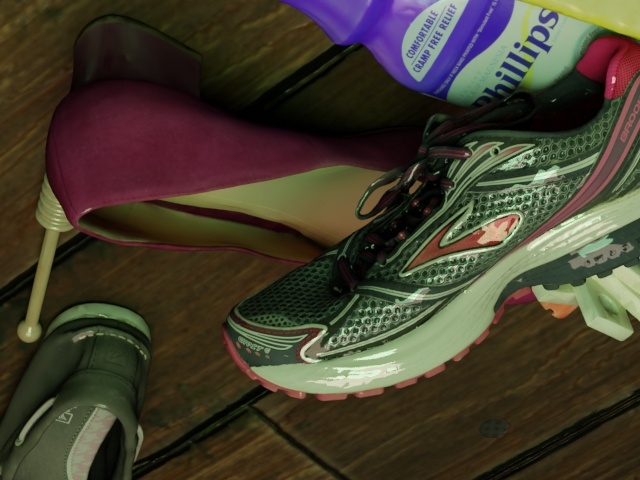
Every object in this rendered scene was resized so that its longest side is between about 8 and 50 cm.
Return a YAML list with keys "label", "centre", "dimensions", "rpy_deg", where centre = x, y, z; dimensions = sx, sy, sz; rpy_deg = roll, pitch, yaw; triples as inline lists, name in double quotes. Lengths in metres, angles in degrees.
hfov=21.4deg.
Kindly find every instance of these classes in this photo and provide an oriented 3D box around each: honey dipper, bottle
- label: "honey dipper"
  centre: [-0.191, 0.016, 1.174]
  dimensions: [0.030, 0.030, 0.160]
  rpy_deg: [11, 131, -12]
- label: "bottle"
  centre: [0.089, -0.140, 1.009]
  dimensions: [0.283, 0.092, 0.118]
  rpy_deg: [17, 131, -17]

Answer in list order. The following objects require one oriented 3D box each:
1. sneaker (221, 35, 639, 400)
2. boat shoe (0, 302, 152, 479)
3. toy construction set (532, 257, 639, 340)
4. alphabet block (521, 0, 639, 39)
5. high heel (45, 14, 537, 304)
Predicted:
- label: "sneaker"
  centre: [0.074, -0.014, 0.979]
  dimensions: [0.299, 0.121, 0.112]
  rpy_deg: [-29, 120, -1]
- label: "boat shoe"
  centre: [-0.207, 0.190, 1.280]
  dimensions: [0.112, 0.095, 0.335]
  rpy_deg: [14, 129, -14]
- label: "toy construction set"
  centre: [0.294, -0.016, 1.061]
  dimensions: [0.328, 0.215, 0.151]
  rpy_deg: [-28, 83, 33]
- label: "alphabet block"
  centre: [0.165, -0.203, 0.853]
  dimensions: [0.193, 0.192, 0.197]
  rpy_deg: [16, 100, -13]
- label: "high heel"
  centre: [0.000, 0.000, 1.067]
  dimensions: [0.377, 0.181, 0.127]
  rpy_deg: [21, 127, -19]
